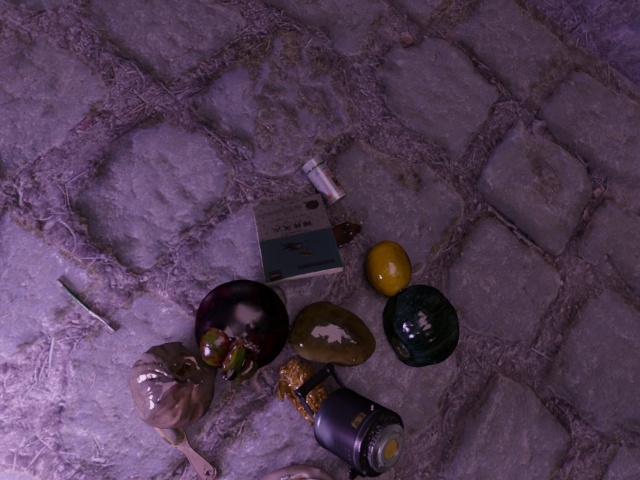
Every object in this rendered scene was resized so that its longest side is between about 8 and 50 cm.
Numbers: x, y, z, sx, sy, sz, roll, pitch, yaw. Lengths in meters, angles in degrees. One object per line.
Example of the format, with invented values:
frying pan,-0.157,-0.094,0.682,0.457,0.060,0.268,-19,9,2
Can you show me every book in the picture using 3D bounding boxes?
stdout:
book,-0.087,-0.013,1.708,0.264,0.031,0.379,-12,47,-6

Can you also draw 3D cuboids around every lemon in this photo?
lemon,0.249,0.100,1.816,0.170,0.170,0.207,-15,74,-16

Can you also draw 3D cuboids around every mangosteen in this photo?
mangosteen,-0.253,0.282,1.556,0.306,0.359,0.306,0,102,1

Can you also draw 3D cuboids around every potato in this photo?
potato,0.043,0.331,1.708,0.307,0.173,0.210,22,72,-10

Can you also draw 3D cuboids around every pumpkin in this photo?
pumpkin,0.386,0.303,1.785,0.263,0.197,0.293,-28,87,-20

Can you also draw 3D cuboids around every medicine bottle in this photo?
medicine bottle,0.016,-0.225,1.874,0.086,0.086,0.183,-34,88,-18

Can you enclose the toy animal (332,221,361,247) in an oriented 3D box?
toy animal,0.000,0.000,1.782,0.312,0.157,0.097,-17,81,-18

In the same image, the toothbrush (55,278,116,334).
toothbrush,-0.775,0.218,1.621,0.257,0.018,0.024,44,78,-1

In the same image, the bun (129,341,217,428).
bun,-0.452,0.441,1.526,0.282,0.205,0.281,13,53,-18

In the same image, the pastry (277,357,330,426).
pastry,-0.057,0.519,1.678,0.250,0.102,0.154,47,73,-2

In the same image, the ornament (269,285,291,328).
ornament,-0.149,0.239,1.734,0.075,0.081,0.156,-8,84,-20

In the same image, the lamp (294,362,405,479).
lamp,0.123,0.586,1.533,0.205,0.272,0.374,-32,98,-34

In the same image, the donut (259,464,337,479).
donut,-0.081,0.906,1.562,0.383,0.142,0.382,3,77,-12

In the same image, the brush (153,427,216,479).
brush,-0.445,0.654,1.578,0.072,0.067,0.313,-39,91,-19
